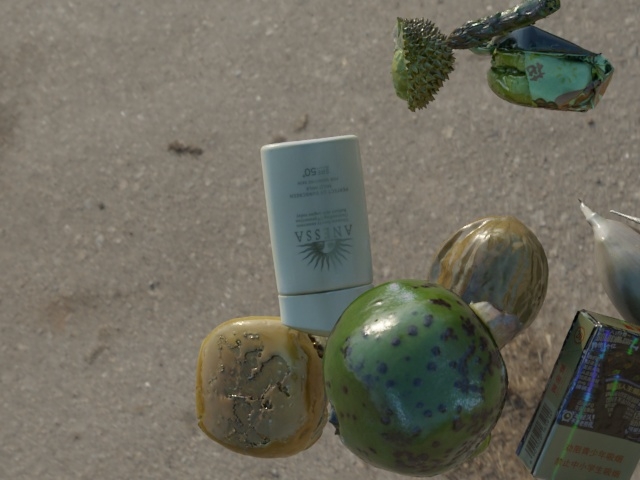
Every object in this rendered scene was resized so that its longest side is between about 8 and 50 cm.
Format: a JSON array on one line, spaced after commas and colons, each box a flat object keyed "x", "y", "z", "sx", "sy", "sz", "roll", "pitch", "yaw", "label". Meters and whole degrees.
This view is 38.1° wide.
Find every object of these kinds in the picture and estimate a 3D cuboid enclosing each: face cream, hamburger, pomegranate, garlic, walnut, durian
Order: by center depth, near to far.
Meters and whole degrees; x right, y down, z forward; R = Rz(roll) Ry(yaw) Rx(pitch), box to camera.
[{"x": 0.127, "y": 0.160, "z": 1.156, "sx": 0.270, "sy": 0.254, "sz": 0.254, "roll": -34, "pitch": 53, "yaw": -10, "label": "pomegranate"}, {"x": 0.157, "y": -0.276, "z": 1.456, "sx": 0.102, "sy": 0.147, "sz": 0.208, "roll": -4, "pitch": 12, "yaw": 2, "label": "durian"}, {"x": 0.336, "y": -0.273, "z": 1.494, "sx": 0.235, "sy": 0.214, "sz": 0.125, "roll": 7, "pitch": 96, "yaw": -6, "label": "hamburger"}, {"x": 0.000, "y": 0.000, "z": 1.597, "sx": 0.173, "sy": 0.081, "sz": 0.349, "roll": -7, "pitch": 95, "yaw": -9, "label": "face cream"}, {"x": 0.313, "y": 0.075, "z": 1.730, "sx": 0.225, "sy": 0.225, "sz": 0.261, "roll": 24, "pitch": 107, "yaw": 31, "label": "walnut"}, {"x": 0.659, "y": 0.048, "z": 1.758, "sx": 0.231, "sy": 0.340, "sz": 0.246, "roll": -34, "pitch": 14, "yaw": 29, "label": "garlic"}, {"x": -0.127, "y": 0.314, "z": 1.987, "sx": 0.284, "sy": 0.174, "sz": 0.305, "roll": -1, "pitch": 84, "yaw": 18, "label": "hamburger"}]

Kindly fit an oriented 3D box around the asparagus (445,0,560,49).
[{"x": 0.219, "y": -0.268, "z": 1.146, "sx": 0.165, "sy": 0.036, "sz": 0.030, "roll": -13, "pitch": 26, "yaw": 44, "label": "asparagus"}]

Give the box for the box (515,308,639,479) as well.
[{"x": 0.504, "y": 0.295, "z": 1.669, "sx": 0.084, "sy": 0.198, "sz": 0.310, "roll": -118, "pitch": 46, "yaw": -69, "label": "box"}]

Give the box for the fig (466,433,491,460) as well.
[{"x": 0.236, "y": 0.277, "z": 1.511, "sx": 0.093, "sy": 0.093, "sz": 0.166, "roll": 2, "pitch": 88, "yaw": 21, "label": "fig"}]
